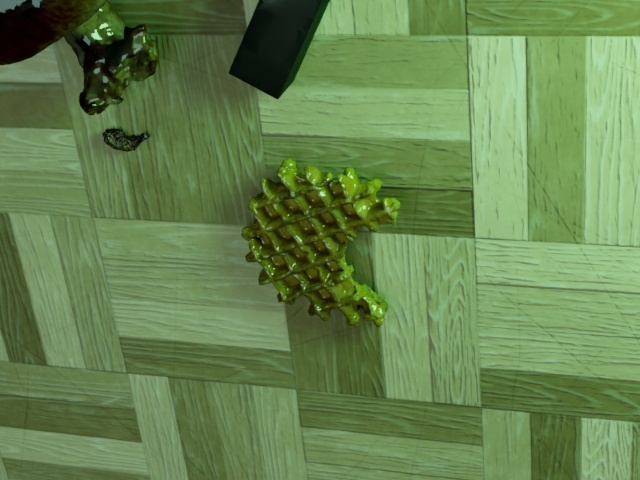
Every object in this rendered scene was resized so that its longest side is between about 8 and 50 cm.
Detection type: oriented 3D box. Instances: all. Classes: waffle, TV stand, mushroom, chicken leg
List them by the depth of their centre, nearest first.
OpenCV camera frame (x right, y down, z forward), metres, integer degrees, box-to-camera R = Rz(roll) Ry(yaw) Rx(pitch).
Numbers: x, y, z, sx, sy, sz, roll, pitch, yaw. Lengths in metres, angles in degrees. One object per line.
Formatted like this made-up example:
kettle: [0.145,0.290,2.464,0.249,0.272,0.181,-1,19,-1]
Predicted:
TV stand: [-0.038,-0.342,1.667,0.088,0.082,0.269,28,124,2]
mushroom: [-0.393,-0.401,1.688,0.331,0.356,0.334,-40,61,40]
waffle: [0.000,0.000,1.871,0.260,0.069,0.293,17,126,11]
chicken leg: [-0.318,-0.164,1.904,0.083,0.021,0.036,9,113,13]
